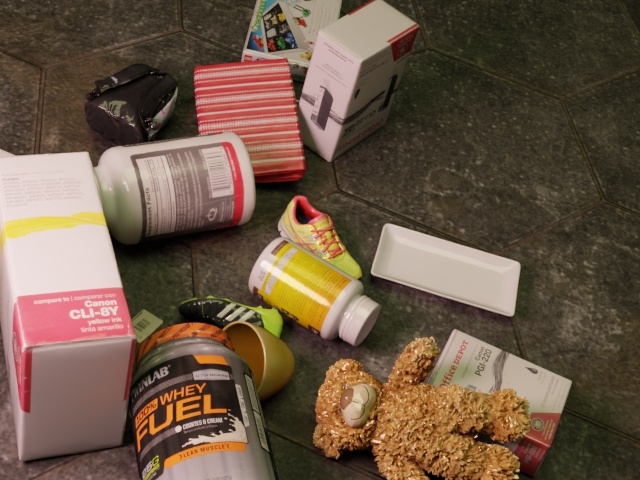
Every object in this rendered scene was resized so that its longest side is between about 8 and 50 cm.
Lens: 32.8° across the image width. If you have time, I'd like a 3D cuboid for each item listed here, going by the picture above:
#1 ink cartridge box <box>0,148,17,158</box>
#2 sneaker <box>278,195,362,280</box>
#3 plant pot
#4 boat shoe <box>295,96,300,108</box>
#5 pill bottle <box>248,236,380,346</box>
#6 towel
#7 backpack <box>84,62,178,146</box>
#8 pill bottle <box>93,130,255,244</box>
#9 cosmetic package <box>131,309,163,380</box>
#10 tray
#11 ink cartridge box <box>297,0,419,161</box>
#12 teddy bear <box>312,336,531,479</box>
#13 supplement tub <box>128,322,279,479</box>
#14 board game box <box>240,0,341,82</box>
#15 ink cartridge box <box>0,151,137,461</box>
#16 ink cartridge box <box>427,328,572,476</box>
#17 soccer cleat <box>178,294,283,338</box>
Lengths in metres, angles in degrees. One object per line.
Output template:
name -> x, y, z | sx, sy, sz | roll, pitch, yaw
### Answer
ink cartridge box -> -0.597, -0.084, 1.902 | 0.219, 0.092, 0.160 | 22, 45, 7
sneaker -> 0.000, 0.000, 1.971 | 0.081, 0.094, 0.208 | -27, 60, -36
plant pot -> -0.098, 0.198, 1.744 | 0.095, 0.134, 0.134 | 8, 39, -44
boat shoe -> -0.133, -0.272, 2.217 | 0.206, 0.075, 0.065 | -12, 54, -19
pill bottle -> -0.008, 0.092, 1.863 | 0.215, 0.117, 0.117 | 31, 47, 16
towel -> -0.142, -0.233, 2.137 | 0.199, 0.031, 0.275 | -6, 65, -5
backpack -> -0.360, -0.263, 2.122 | 0.152, 0.115, 0.182 | 33, 46, 2
pill bottle -> -0.290, -0.089, 1.925 | 0.318, 0.176, 0.176 | -11, 50, -23
cosmetic package -> -0.285, 0.170, 1.718 | 0.041, 0.115, 0.060 | 30, 46, 16
tray -> 0.233, 0.060, 2.017 | 0.270, 0.030, 0.145 | 17, 46, 2
ink cartridge box -> 0.066, -0.318, 2.174 | 0.114, 0.273, 0.197 | 39, 50, 17
teddy bear -> 0.154, 0.282, 1.673 | 0.338, 0.245, 0.113 | 30, 5, 9
supplement tub -> -0.173, 0.287, 1.578 | 0.194, 0.193, 0.316 | -4, 47, -17
board game box -> -0.061, -0.473, 2.445 | 0.193, 0.053, 0.305 | 13, 45, -3
ink cartridge box -> -0.401, 0.090, 1.649 | 0.160, 0.279, 0.384 | -6, 49, -20
ink cartridge box -> 0.283, 0.264, 1.789 | 0.218, 0.092, 0.158 | 22, 45, 11
soccer cleat -> -0.152, 0.138, 1.827 | 0.179, 0.060, 0.072 | 9, 58, -6
